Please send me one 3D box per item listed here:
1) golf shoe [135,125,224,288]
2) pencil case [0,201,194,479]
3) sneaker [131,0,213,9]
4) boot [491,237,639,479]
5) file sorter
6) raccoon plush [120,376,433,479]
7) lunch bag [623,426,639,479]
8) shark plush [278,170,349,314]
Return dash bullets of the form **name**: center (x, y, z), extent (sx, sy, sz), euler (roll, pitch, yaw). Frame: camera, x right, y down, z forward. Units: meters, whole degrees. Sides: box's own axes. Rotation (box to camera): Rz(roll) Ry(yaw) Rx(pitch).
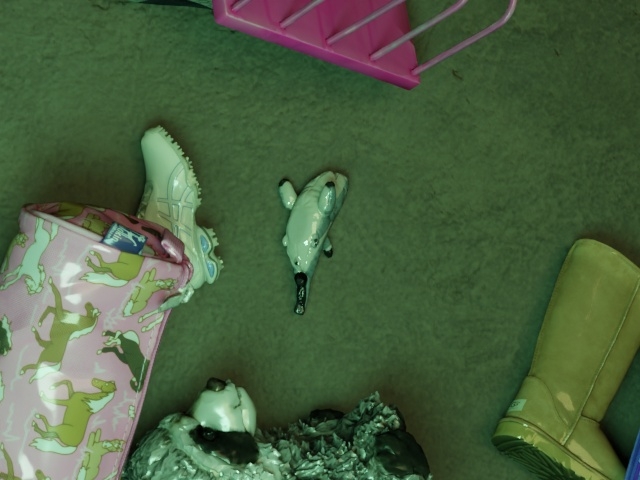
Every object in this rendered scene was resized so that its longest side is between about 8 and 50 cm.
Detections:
- **golf shoe**: center (-0.166, -0.030, 1.745), extent (0.086, 0.069, 0.176), euler (-18, 88, -22)
- **pencil case**: center (-0.245, 0.158, 1.561), extent (0.160, 0.167, 0.386), euler (13, 97, -46)
- **sneaker**: center (-0.103, -0.330, 1.816), extent (0.226, 0.086, 0.164), euler (6, 79, -26)
- **boot**: center (0.337, 0.169, 1.945), extent (0.236, 0.089, 0.270), euler (39, 63, -21)
- **file sorter**: center (0.043, -0.317, 1.762), extent (0.290, 0.182, 0.202), euler (14, 58, -43)
- **raccoon plush**: center (-0.036, 0.349, 1.673), extent (0.299, 0.216, 0.447), euler (-12, 87, -20)
- **lunch bag**: center (0.461, 0.238, 1.932), extent (0.221, 0.138, 0.293), euler (43, 44, -34)
- **shark plush**: center (0.000, 0.000, 1.829), extent (0.067, 0.073, 0.161), euler (23, 63, -53)
